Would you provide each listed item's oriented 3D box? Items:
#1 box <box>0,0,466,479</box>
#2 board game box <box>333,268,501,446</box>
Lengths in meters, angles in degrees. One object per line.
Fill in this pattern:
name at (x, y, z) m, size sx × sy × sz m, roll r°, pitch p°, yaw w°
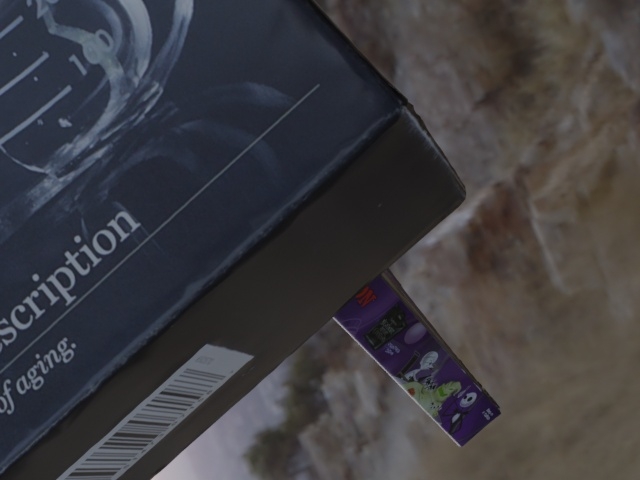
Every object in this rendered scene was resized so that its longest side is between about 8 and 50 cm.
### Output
box at (-0.173, -0.033, 0.630) m, size 0.312 × 0.343 × 0.179 m, roll 49°, pitch -176°, yaw 15°
board game box at (0.000, 0.000, 1.010) m, size 0.208 × 0.056 × 0.347 m, roll 47°, pitch 180°, yaw 37°
